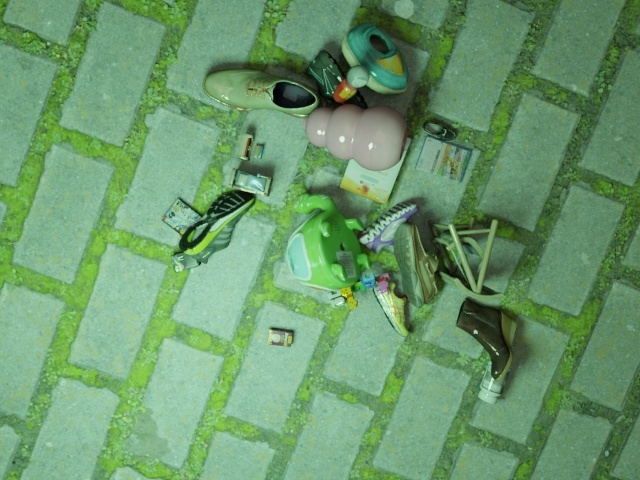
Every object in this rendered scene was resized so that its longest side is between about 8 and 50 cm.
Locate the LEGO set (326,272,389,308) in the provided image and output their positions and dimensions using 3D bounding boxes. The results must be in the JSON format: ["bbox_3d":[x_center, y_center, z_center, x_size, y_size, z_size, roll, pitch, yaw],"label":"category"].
[{"bbox_3d":[0.127,0.182,1.766,0.227,0.087,0.093,-20,67,13],"label":"LEGO set"}]

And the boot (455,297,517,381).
[{"bbox_3d":[0.557,0.338,1.807,0.207,0.090,0.248,23,61,1],"label":"boot"}]

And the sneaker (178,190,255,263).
[{"bbox_3d":[-0.334,-0.047,1.764,0.300,0.121,0.111,-43,52,-13],"label":"sneaker"}]

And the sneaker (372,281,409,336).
[{"bbox_3d":[0.265,0.236,1.820,0.094,0.081,0.208,-28,95,-2],"label":"sneaker"}]

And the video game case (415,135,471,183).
[{"bbox_3d":[0.424,-0.279,1.818,0.166,0.015,0.119,18,93,-4],"label":"video game case"}]

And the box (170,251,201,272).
[{"bbox_3d":[-0.458,0.068,1.787,0.083,0.052,0.062,-15,95,-2],"label":"box"}]

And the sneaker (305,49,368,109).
[{"bbox_3d":[0.060,-0.502,1.757,0.106,0.101,0.267,-38,92,19],"label":"sneaker"}]

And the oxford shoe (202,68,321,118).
[{"bbox_3d":[-0.190,-0.493,1.706,0.397,0.146,0.140,7,95,-3],"label":"oxford shoe"}]

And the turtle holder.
[{"bbox_3d":[-0.006,0.014,1.709,0.227,0.243,0.320,-18,109,37],"label":"turtle holder"}]

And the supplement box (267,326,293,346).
[{"bbox_3d":[-0.140,0.336,1.827,0.083,0.043,0.055,7,93,-4],"label":"supplement box"}]

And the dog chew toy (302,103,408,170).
[{"bbox_3d":[0.105,-0.342,1.675,0.332,0.206,0.206,15,94,12],"label":"dog chew toy"}]

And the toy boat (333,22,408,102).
[{"bbox_3d":[0.161,-0.552,1.662,0.267,0.148,0.318,45,56,-8],"label":"toy boat"}]

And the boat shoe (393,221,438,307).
[{"bbox_3d":[0.330,0.073,1.773,0.116,0.123,0.324,-22,121,-13],"label":"boat shoe"}]

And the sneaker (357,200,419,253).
[{"bbox_3d":[0.244,-0.039,1.797,0.236,0.095,0.104,-37,102,6],"label":"sneaker"}]

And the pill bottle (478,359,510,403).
[{"bbox_3d":[0.612,0.501,1.858,0.078,0.078,0.137,19,94,-4],"label":"pill bottle"}]

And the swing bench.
[{"bbox_3d":[0.473,0.057,1.729,0.165,0.253,0.254,-5,94,-2],"label":"swing bench"}]

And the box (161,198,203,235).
[{"bbox_3d":[-0.457,-0.064,1.789,0.137,0.027,0.094,39,91,-5],"label":"box"}]

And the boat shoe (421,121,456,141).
[{"bbox_3d":[0.409,-0.374,1.798,0.125,0.038,0.046,24,93,-4],"label":"boat shoe"}]

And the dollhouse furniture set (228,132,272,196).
[{"bbox_3d":[-0.216,-0.249,1.734,0.129,0.129,0.183,13,94,-4],"label":"dollhouse furniture set"}]

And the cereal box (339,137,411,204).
[{"bbox_3d":[0.185,-0.263,1.791,0.173,0.047,0.240,20,94,-2],"label":"cereal box"}]
